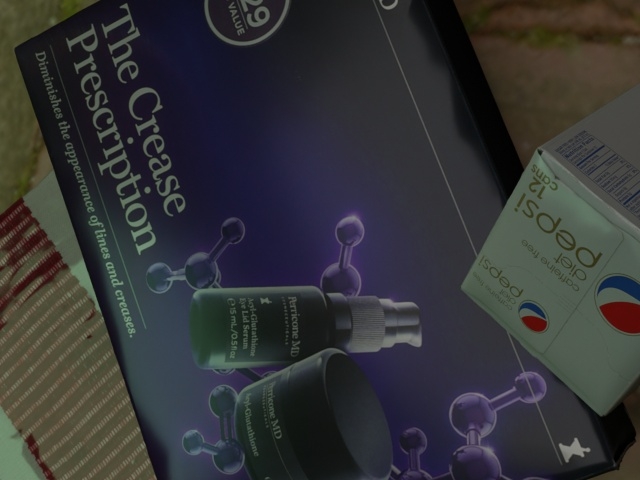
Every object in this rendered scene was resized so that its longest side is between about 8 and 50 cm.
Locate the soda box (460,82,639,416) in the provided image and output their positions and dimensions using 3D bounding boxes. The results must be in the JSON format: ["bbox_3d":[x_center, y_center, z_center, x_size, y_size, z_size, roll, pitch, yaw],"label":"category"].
[{"bbox_3d":[0.151,-0.028,0.410,0.069,0.216,0.074,44,140,20],"label":"soda box"}]

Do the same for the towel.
[{"bbox_3d":[-0.056,0.034,0.574,0.329,0.037,0.237,-41,74,13],"label":"towel"}]

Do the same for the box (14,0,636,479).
[{"bbox_3d":[0.000,0.000,0.485,0.184,0.103,0.261,-24,79,15],"label":"box"}]
